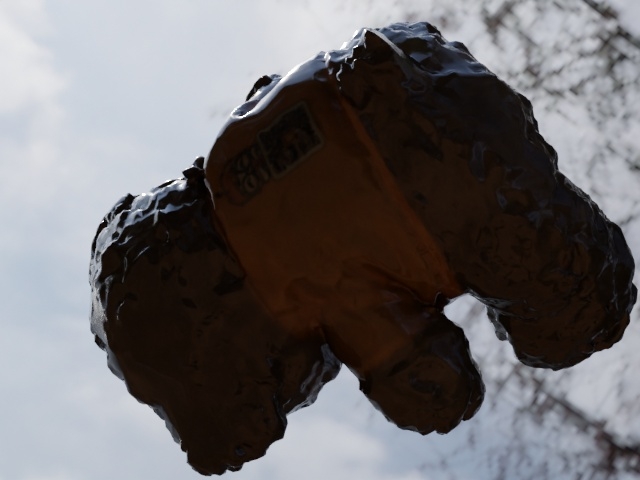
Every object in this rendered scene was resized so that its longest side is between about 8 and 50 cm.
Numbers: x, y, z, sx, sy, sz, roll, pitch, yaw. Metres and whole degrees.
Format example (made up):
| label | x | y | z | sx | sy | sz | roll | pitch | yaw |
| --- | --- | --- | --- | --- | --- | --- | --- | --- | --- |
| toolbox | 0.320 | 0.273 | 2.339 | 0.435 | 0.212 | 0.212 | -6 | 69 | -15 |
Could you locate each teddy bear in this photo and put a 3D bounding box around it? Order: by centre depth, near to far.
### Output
| label | x | y | z | sx | sy | sz | roll | pitch | yaw |
| --- | --- | --- | --- | --- | --- | --- | --- | --- | --- |
| teddy bear | 0.000 | 0.000 | 0.597 | 0.177 | 0.190 | 0.140 | 58 | 6 | 33 |
